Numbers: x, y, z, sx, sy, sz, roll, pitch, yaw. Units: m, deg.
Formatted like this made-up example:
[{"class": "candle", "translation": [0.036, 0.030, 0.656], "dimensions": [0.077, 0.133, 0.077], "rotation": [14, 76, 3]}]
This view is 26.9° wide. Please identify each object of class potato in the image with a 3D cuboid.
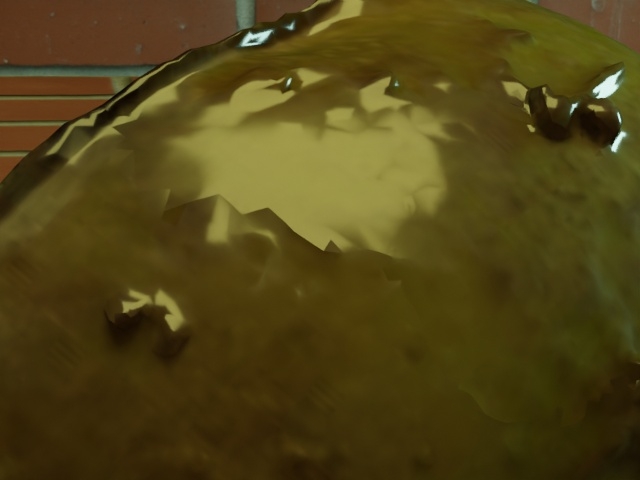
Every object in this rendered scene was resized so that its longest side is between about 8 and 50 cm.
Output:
[{"class": "potato", "translation": [0.038, 0.133, 0.533], "dimensions": [0.319, 0.442, 0.385], "rotation": [37, 6, 20]}]
